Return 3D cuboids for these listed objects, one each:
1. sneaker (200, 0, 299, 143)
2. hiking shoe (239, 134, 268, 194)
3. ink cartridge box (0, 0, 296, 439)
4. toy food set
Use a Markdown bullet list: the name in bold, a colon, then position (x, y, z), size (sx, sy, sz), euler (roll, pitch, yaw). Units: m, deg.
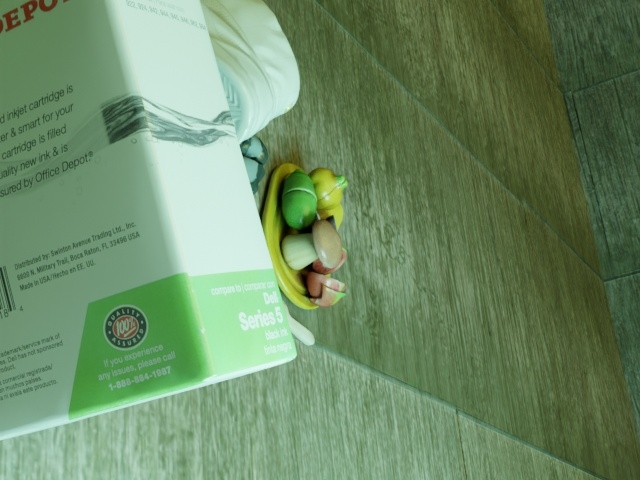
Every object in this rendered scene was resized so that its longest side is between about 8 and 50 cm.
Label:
- **sneaker**: position (-0.143, -0.196, 0.874), size (0.292, 0.108, 0.169), euler (47, 25, 1)
- **hiking shoe**: position (-0.133, -0.022, 0.859), size (0.132, 0.113, 0.304), euler (45, 27, -26)
- **ink cartridge box**: position (-0.155, -0.026, 0.685), size (0.115, 0.198, 0.272), euler (-2, 75, -64)
- **toy food set**: position (0.000, 0.000, 1.123), size (0.128, 0.071, 0.217), euler (51, 33, -36)
